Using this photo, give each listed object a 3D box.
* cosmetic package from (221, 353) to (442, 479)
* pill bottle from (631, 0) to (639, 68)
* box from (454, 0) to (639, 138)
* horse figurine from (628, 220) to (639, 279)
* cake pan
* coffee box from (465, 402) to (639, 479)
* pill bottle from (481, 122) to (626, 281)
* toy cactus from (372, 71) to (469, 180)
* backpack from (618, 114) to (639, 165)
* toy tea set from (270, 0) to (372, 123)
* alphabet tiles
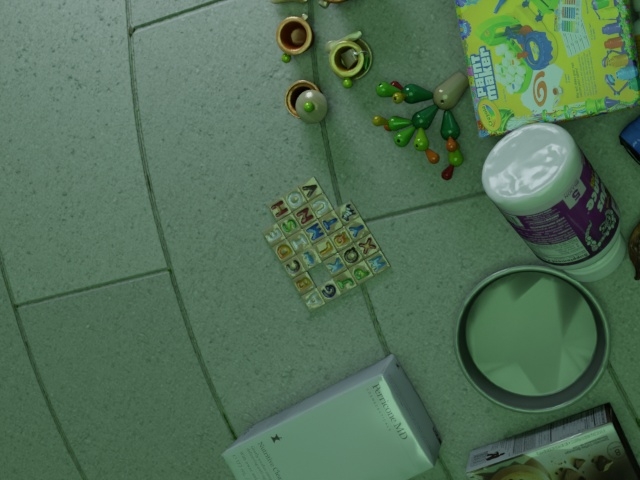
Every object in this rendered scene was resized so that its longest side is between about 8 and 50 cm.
[{"bbox_3d":[0.028,0.417,1.761,0.385,0.156,0.217,-31,89,18],"label":"cosmetic package"},{"bbox_3d":[0.600,-0.332,1.497,0.117,0.117,0.208,-13,100,16],"label":"pill bottle"},{"bbox_3d":[0.393,-0.351,1.522,0.279,0.177,0.290,-9,98,15],"label":"box"},{"bbox_3d":[0.657,-0.032,1.569,0.263,0.066,0.174,-39,90,17],"label":"horse figurine"},{"bbox_3d":[0.405,0.187,1.677,0.293,0.054,0.293,3,100,14],"label":"cake pan"},{"bbox_3d":[0.453,0.452,1.677,0.297,0.119,0.168,-24,92,17],"label":"coffee box"},{"bbox_3d":[0.418,-0.053,1.509,0.169,0.169,0.301,-33,132,17],"label":"pill bottle"},{"bbox_3d":[0.210,-0.238,1.643,0.219,0.112,0.180,44,88,6],"label":"toy cactus"},{"bbox_3d":[0.599,-0.173,1.546,0.120,0.098,0.101,44,103,16],"label":"backpack"},{"bbox_3d":[-0.006,-0.392,1.643,0.200,0.124,0.336,-5,98,15],"label":"toy tea set"},{"bbox_3d":[0.000,0.000,1.771,0.198,0.009,0.237,-31,92,17],"label":"alphabet tiles"}]
